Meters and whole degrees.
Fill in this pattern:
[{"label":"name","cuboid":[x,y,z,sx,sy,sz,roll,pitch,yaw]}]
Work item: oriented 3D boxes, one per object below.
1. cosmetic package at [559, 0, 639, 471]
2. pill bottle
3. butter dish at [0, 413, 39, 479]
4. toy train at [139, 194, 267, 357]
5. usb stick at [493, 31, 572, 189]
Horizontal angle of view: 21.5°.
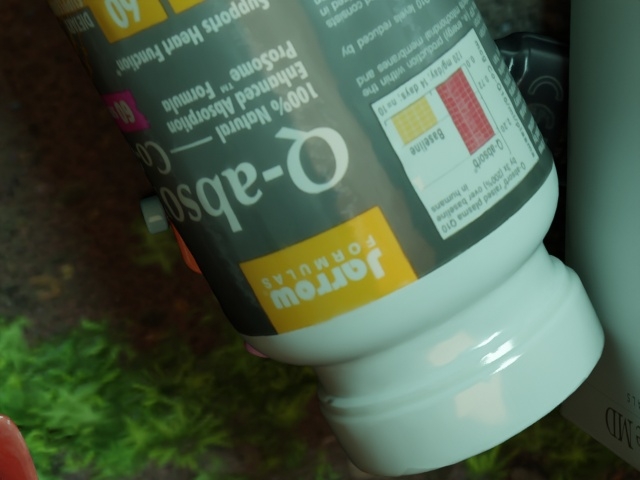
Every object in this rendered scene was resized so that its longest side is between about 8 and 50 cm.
[{"label":"cosmetic package","cuboid":[0.211,-0.076,0.739,0.155,0.197,0.365,-1,99,-14]},{"label":"pill bottle","cuboid":[0.006,-0.047,0.739,0.162,0.162,0.278,-29,103,1]},{"label":"butter dish","cuboid":[-0.208,0.189,0.839,0.160,0.118,0.160,-14,115,-7]},{"label":"toy train","cuboid":[0.000,0.000,0.845,0.166,0.046,0.125,-14,115,-6]},{"label":"usb stick","cuboid":[0.206,-0.045,0.872,0.278,0.045,0.077,11,114,-17]}]
